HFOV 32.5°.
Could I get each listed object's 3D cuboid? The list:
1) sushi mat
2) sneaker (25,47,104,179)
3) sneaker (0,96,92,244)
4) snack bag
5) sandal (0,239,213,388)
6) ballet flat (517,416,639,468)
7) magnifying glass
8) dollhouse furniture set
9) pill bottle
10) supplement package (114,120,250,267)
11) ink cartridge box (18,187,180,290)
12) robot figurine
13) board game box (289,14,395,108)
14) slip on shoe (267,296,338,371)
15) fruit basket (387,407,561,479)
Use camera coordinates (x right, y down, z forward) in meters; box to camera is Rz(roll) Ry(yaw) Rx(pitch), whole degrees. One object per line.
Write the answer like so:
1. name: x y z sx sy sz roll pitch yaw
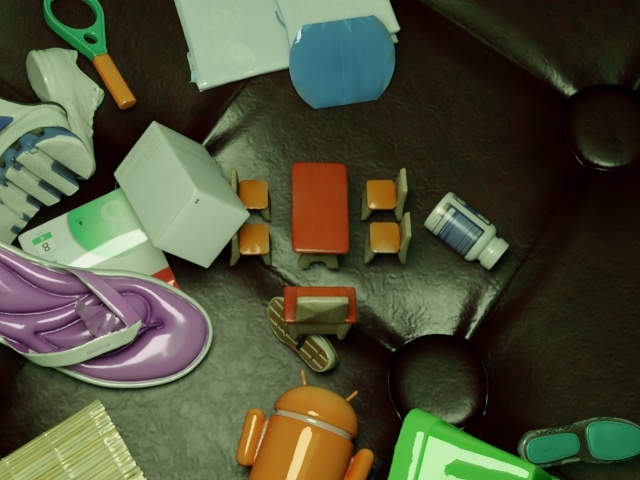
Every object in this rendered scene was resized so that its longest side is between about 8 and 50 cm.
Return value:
1. sushi mat: -0.405 0.366 1.516 0.316 0.019 0.151 -32 80 -12
2. sneaker: -0.364 -0.197 1.654 0.094 0.080 0.212 -16 81 -33
3. sneaker: -0.468 -0.098 1.584 0.315 0.127 0.182 -32 45 12
4. snack bag: -0.079 -0.422 1.752 0.342 0.037 0.323 -15 77 -8
5. sandal: -0.352 0.106 1.516 0.416 0.102 0.169 16 87 -12
6. ballet flat: 0.369 0.288 1.574 0.188 0.070 0.070 -1 74 -9
7. magnifying glass: -0.348 -0.299 1.682 0.092 0.026 0.231 -22 74 -36
8. dollhouse furniture set: 0.000 0.000 1.563 0.262 0.135 0.259 0 62 -4
9. pill bottle: 0.220 -0.012 1.644 0.120 0.067 0.067 39 75 7
10. supplement package: -0.198 -0.066 1.553 0.105 0.105 0.179 -50 45 14
11. ink cartridge box: -0.309 0.055 1.593 0.181 0.056 0.225 -26 76 -11
12. robot figurine: -0.021 0.296 1.510 0.158 0.128 0.219 8 71 34
13. board game box: 0.031 -0.279 1.706 0.168 0.033 0.133 -10 113 -9
14. slip on shoe: -0.024 0.136 1.600 0.135 0.041 0.051 43 111 23
15. fruit basket: 0.150 0.391 1.425 0.392 0.392 0.283 16 74 0
